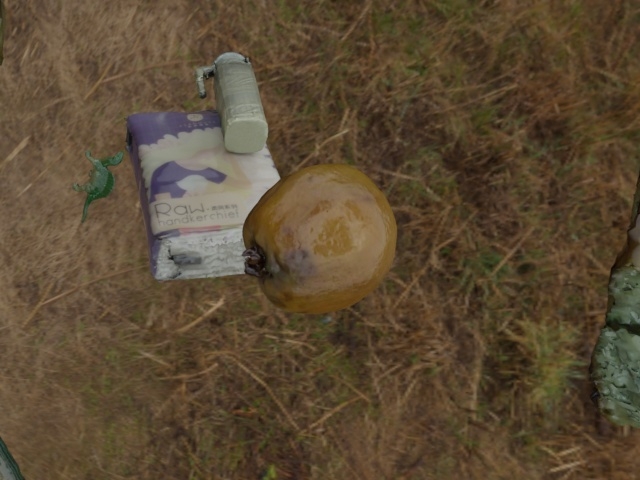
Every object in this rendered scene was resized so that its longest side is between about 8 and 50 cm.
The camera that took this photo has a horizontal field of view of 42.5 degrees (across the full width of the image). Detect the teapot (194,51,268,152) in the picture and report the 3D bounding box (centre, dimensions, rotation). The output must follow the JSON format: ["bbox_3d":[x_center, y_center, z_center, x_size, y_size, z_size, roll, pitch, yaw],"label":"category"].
[{"bbox_3d":[-0.159,-0.243,1.429,0.107,0.077,0.200,-3,47,-14],"label":"teapot"}]

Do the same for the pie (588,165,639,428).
[{"bbox_3d":[0.293,-0.015,0.637,0.288,0.103,0.354,-52,149,-32],"label":"pie"}]

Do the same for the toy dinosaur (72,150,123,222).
[{"bbox_3d":[-0.315,-0.076,1.158,0.029,0.060,0.119,6,108,-62],"label":"toy dinosaur"}]

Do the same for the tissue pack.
[{"bbox_3d":[-0.193,-0.088,1.412,0.243,0.125,0.343,-5,43,-18],"label":"tissue pack"}]

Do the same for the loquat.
[{"bbox_3d":[0.000,0.000,1.058,0.234,0.176,0.187,-17,90,-37],"label":"loquat"}]

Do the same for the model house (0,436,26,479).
[{"bbox_3d":[-0.545,0.367,0.914,0.334,0.382,0.342,51,17,-32],"label":"model house"}]

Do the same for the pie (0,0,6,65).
[{"bbox_3d":[-0.336,-0.058,0.363,0.372,0.078,0.296,0,48,5],"label":"pie"}]
